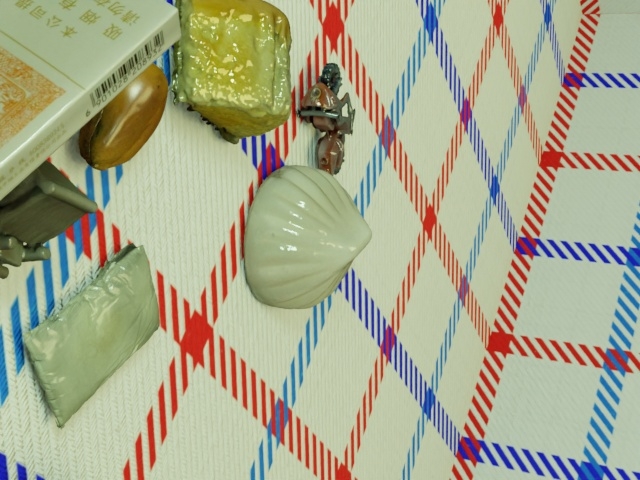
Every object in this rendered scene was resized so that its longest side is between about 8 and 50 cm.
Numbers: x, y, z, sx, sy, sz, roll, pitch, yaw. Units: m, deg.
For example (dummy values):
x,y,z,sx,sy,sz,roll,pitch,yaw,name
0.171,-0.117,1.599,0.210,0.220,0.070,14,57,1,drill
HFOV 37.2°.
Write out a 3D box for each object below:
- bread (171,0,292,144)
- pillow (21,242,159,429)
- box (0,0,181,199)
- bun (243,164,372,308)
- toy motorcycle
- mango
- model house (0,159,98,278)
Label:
x,y,z,sx,sy,sz,roll,pitch,yaw,name
-0.118,-0.268,1.406,0.262,0.163,0.204,21,66,-75,bread
-0.297,0.121,1.267,0.229,0.050,0.148,-46,130,-44,pillow
-0.329,-0.147,0.910,0.365,0.204,0.051,-49,163,-24,box
0.000,0.000,1.656,0.263,0.175,0.263,-20,114,-57,bun
0.010,-0.210,1.727,0.118,0.084,0.212,-52,144,-56,toy motorcycle
-0.262,-0.164,1.245,0.159,0.084,0.105,-54,161,-11,mango
-0.357,-0.046,1.009,0.229,0.188,0.122,40,45,-57,model house
